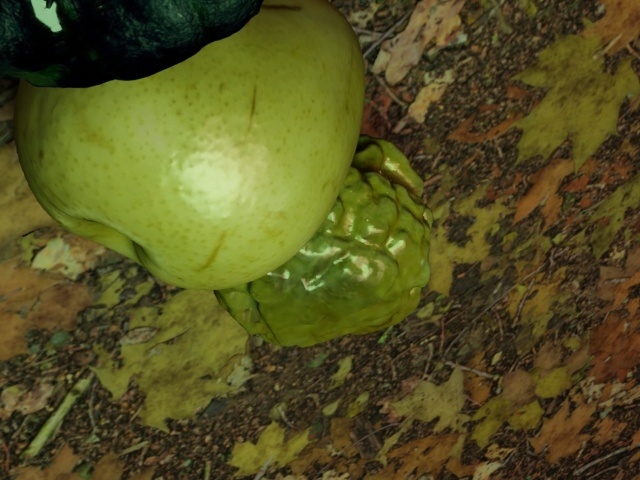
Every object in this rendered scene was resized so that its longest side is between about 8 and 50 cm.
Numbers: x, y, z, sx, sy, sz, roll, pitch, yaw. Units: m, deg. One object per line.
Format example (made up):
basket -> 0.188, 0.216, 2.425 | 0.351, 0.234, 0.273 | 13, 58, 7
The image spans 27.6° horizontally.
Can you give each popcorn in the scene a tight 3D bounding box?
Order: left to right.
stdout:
popcorn -> -0.005, -0.007, 1.370 | 0.249, 0.225, 0.249 | -12, 143, -9

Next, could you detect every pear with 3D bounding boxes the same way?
pear -> -0.108, -0.111, 1.139 | 0.309, 0.309, 0.309 | -20, 134, -22

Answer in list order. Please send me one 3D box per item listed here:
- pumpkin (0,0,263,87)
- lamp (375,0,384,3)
pumpkin -> -0.174, -0.285, 0.900 | 0.363, 0.363, 0.266 | -43, 171, 3
lamp -> 0.055, -0.318, 1.199 | 0.157, 0.156, 0.135 | -37, -167, 45
